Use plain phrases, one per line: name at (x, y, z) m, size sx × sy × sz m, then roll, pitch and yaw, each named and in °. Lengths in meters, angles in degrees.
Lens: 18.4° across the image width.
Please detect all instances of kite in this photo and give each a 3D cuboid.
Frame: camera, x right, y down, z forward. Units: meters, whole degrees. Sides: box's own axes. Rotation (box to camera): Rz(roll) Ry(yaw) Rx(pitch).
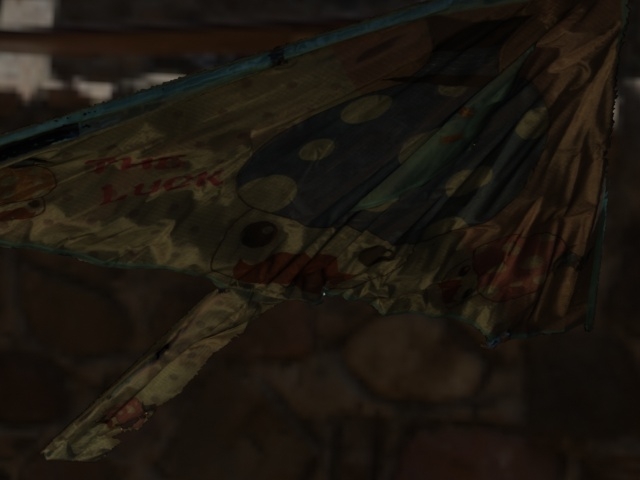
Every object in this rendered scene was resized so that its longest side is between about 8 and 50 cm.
kite at (0.000, 0.001, 0.782) m, size 0.406 × 0.014 × 0.368 m, roll 11°, pitch -41°, yaw -41°
